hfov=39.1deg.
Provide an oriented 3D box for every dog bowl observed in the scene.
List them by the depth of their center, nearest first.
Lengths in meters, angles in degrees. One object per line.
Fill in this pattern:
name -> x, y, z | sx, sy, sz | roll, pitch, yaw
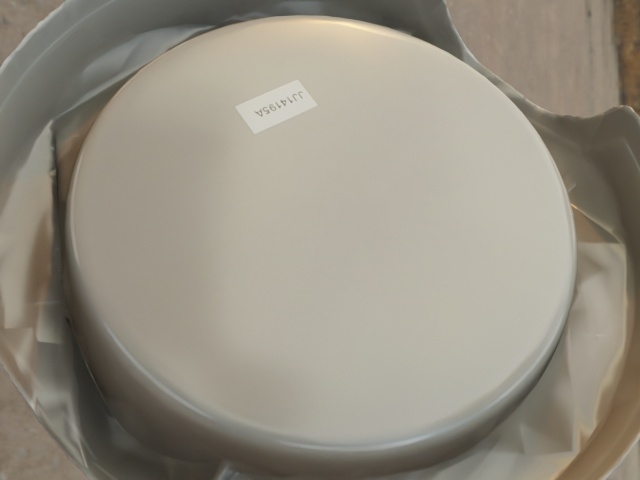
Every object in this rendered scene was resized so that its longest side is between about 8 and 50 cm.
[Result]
dog bowl -> 0.000, 0.000, 0.467 | 0.102, 0.348, 0.349 | 105, -1, -58
